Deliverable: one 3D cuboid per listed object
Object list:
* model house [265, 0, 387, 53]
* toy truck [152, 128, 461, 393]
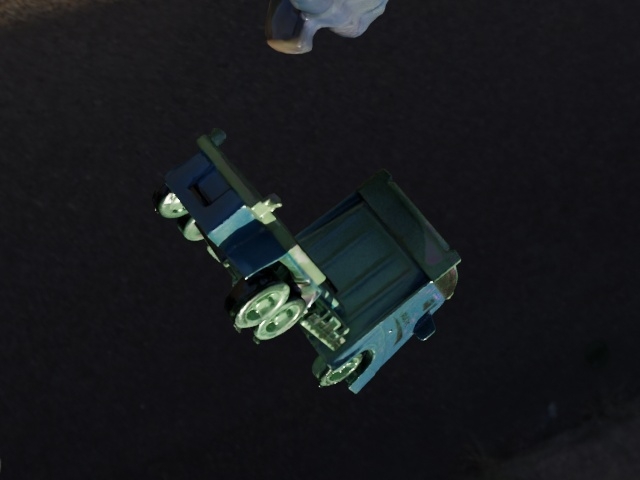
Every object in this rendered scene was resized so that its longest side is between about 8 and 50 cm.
[{"bbox_3d":[-0.034,-0.157,0.389,0.166,0.182,0.172,-1,102,-72],"label":"model house"},{"bbox_3d":[0.000,0.000,0.460,0.081,0.067,0.175,-39,154,1],"label":"toy truck"}]
